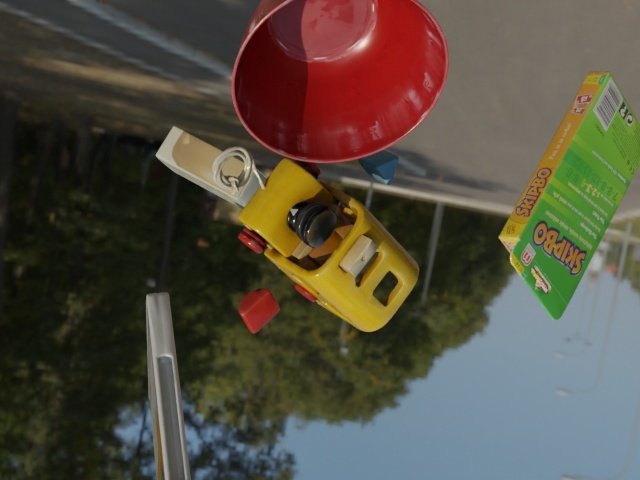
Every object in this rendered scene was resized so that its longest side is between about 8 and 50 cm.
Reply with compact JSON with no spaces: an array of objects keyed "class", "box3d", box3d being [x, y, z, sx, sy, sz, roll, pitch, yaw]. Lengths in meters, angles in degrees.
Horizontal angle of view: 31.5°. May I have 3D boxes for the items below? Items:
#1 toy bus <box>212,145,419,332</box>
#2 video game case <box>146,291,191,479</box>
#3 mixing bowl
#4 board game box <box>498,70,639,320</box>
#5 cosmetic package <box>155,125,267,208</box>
[{"class":"toy bus","box3d":[0.009,0.002,1.061,0.202,0.191,0.104,-16,-149,-36]},{"class":"video game case","box3d":[-0.145,0.222,1.100,0.025,0.285,0.204,-4,143,-11]},{"class":"mixing bowl","box3d":[0.010,-0.165,0.959,0.181,0.181,0.098,11,-139,-22]},{"class":"board game box","box3d":[0.279,-0.049,1.246,0.039,0.259,0.124,5,146,45]},{"class":"cosmetic package","box3d":[-0.116,-0.077,1.239,0.115,0.041,0.060,28,173,20]}]
